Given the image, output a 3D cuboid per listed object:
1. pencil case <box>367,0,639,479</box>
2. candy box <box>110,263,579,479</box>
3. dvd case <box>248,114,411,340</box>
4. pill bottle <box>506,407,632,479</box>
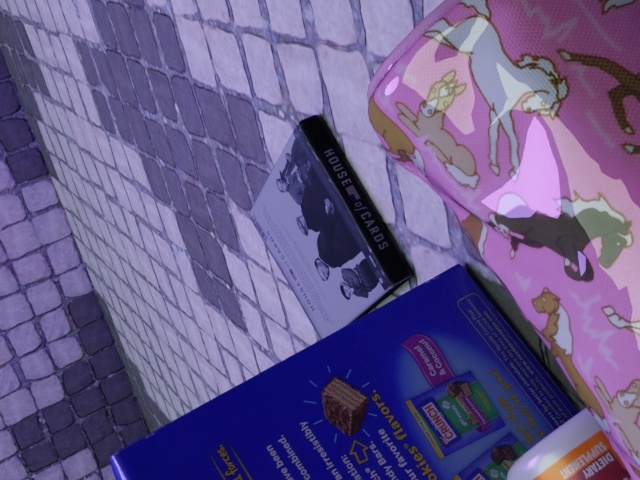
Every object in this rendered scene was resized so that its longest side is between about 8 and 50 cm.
[{"bbox_3d":[0.182,0.043,0.442,0.386,0.160,0.167,58,-179,13],"label":"pencil case"},{"bbox_3d":[0.046,0.206,0.696,0.268,0.317,0.122,55,156,22],"label":"candy box"},{"bbox_3d":[0.000,0.000,0.958,0.179,0.030,0.238,60,158,9],"label":"dvd case"},{"bbox_3d":[0.224,0.201,0.561,0.221,0.121,0.121,55,156,22],"label":"pill bottle"}]
